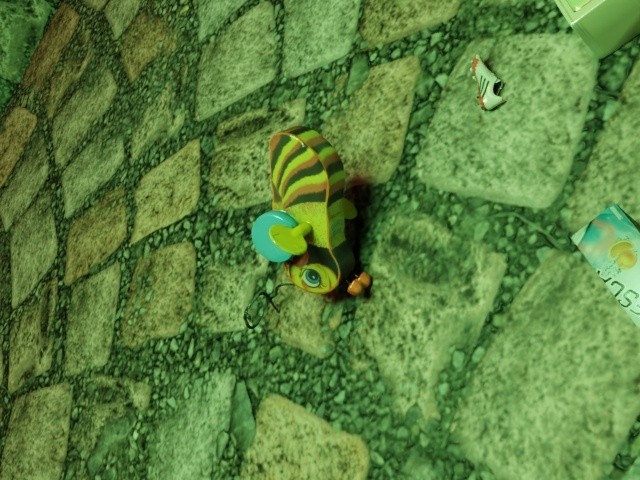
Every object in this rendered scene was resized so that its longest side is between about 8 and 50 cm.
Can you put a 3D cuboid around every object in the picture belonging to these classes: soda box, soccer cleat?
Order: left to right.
[{"bbox_3d":[0.219,-0.209,0.968,0.036,0.029,0.083,-17,64,29],"label":"soccer cleat"},{"bbox_3d":[0.325,0.052,0.719,0.058,0.063,0.183,-43,47,21],"label":"soda box"}]

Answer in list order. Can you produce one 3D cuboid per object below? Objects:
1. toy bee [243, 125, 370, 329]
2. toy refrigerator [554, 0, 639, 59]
[{"bbox_3d":[0.000,0.000,1.015,0.162,0.298,0.195,19,47,20],"label":"toy bee"},{"bbox_3d":[0.309,-0.358,0.899,0.102,0.094,0.269,-35,51,27],"label":"toy refrigerator"}]
